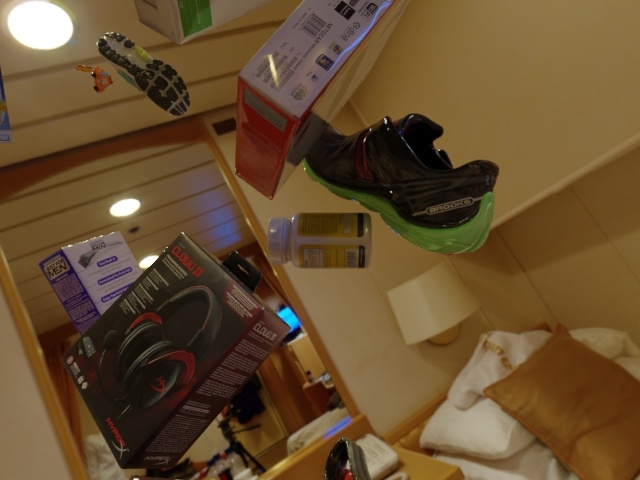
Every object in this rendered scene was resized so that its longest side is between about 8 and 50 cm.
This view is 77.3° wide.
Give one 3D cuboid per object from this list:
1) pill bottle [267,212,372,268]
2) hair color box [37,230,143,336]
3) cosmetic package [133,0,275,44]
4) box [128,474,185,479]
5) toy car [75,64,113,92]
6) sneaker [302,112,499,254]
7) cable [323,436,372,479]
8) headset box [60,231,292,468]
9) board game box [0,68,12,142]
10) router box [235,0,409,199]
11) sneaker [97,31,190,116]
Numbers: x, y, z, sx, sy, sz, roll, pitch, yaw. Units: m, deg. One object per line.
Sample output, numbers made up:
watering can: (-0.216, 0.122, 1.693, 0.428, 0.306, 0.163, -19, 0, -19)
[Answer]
pill bottle: (0.000, 0.000, 0.838, 0.209, 0.119, 0.119, 1, -11, 3)
hair color box: (-0.540, 0.161, 1.045, 0.110, 0.338, 0.185, -23, 7, 20)
cosmetic package: (-0.253, -0.638, 0.933, 0.365, 0.155, 0.196, -44, -22, -29)
box: (-0.134, 0.387, 0.428, 0.204, 0.166, 0.168, -2, 28, 13)
toy car: (-0.515, -0.370, 0.924, 0.041, 0.060, 0.122, 5, 20, -10)
sneaker: (0.136, -0.154, 0.783, 0.185, 0.483, 0.202, -3, -60, -43)
cable: (0.056, 0.271, 0.410, 0.287, 0.072, 0.139, 118, 170, -53)
headset box: (-0.206, 0.144, 0.609, 0.293, 0.218, 0.110, -48, -32, -9)
board game box: (-0.477, -0.177, 0.451, 0.035, 0.136, 0.201, 11, 19, 24)
router box: (0.005, -0.250, 0.601, 0.335, 0.082, 0.301, -55, 4, -15)
sneaker: (-0.463, -0.440, 1.082, 0.107, 0.275, 0.110, -50, 6, -14)
